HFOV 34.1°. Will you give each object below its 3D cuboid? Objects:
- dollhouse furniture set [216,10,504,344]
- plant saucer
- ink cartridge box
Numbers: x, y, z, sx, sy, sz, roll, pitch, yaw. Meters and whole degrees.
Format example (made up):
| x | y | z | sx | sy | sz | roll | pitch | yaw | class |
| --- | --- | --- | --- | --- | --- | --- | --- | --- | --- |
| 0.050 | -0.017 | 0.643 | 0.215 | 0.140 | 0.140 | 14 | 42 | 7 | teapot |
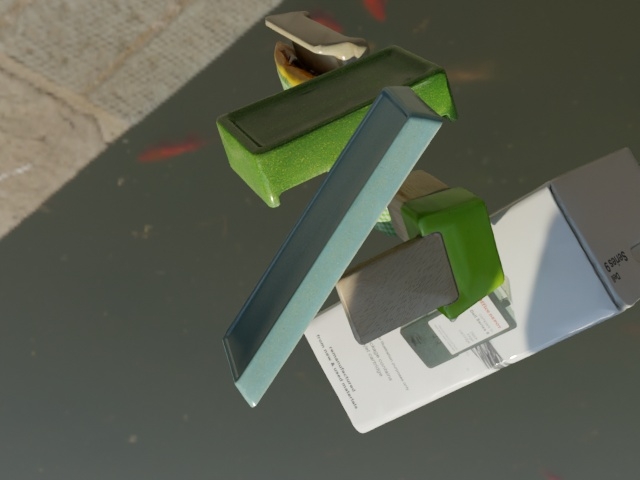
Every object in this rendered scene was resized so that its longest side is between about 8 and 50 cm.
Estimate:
| x | y | z | sx | sy | sz | roll | pitch | yaw | class |
| --- | --- | --- | --- | --- | --- | --- | --- | --- | --- |
| -0.003 | -0.059 | 0.869 | 0.151 | 0.301 | 0.197 | -26 | 119 | -11 | dollhouse furniture set |
| 0.000 | 0.000 | 0.583 | 0.018 | 0.067 | 0.192 | 26 | 105 | -22 | plant saucer |
| 0.161 | 0.043 | 0.957 | 0.289 | 0.121 | 0.211 | -32 | 174 | 35 | ink cartridge box |
